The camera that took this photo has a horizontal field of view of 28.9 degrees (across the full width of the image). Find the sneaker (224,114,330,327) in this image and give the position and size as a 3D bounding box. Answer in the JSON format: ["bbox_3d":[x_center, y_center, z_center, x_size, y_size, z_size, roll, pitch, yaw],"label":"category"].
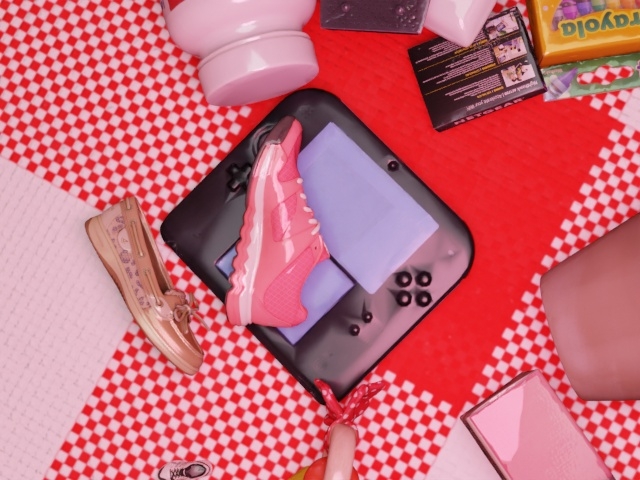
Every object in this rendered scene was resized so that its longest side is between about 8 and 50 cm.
[{"bbox_3d":[-0.047,-0.022,1.799,0.136,0.116,0.314,12,95,-1],"label":"sneaker"}]

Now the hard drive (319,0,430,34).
[{"bbox_3d":[0.095,-0.425,1.825,0.172,0.054,0.255,6,83,18],"label":"hard drive"}]

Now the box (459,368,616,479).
[{"bbox_3d":[0.316,0.311,1.758,0.126,0.148,0.232,-34,83,-2],"label":"box"}]

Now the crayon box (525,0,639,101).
[{"bbox_3d":[0.414,-0.388,1.876,0.203,0.083,0.323,-9,83,2],"label":"crayon box"}]

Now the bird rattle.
[{"bbox_3d":[0.026,0.323,1.737,0.143,0.207,0.254,20,111,-7],"label":"bird rattle"}]

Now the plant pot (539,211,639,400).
[{"bbox_3d":[0.469,0.096,1.724,0.280,0.323,0.323,-20,82,17],"label":"plant pot"}]

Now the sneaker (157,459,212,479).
[{"bbox_3d":[-0.203,0.341,1.838,0.083,0.037,0.032,-11,84,3],"label":"sneaker"}]

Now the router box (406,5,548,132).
[{"bbox_3d":[0.234,-0.256,1.865,0.178,0.046,0.133,-19,82,16],"label":"router box"}]

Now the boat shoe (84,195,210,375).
[{"bbox_3d":[-0.246,0.067,1.841,0.089,0.104,0.285,-34,82,1],"label":"boat shoe"}]

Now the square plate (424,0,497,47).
[{"bbox_3d":[0.161,-0.516,1.875,0.347,0.049,0.344,31,92,19],"label":"square plate"}]

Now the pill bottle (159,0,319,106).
[{"bbox_3d":[-0.138,-0.417,1.834,0.229,0.229,0.408,-16,82,1],"label":"pill bottle"}]

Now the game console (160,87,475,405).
[{"bbox_3d":[0.000,0.000,1.853,0.342,0.060,0.386,-44,80,-3],"label":"game console"}]
